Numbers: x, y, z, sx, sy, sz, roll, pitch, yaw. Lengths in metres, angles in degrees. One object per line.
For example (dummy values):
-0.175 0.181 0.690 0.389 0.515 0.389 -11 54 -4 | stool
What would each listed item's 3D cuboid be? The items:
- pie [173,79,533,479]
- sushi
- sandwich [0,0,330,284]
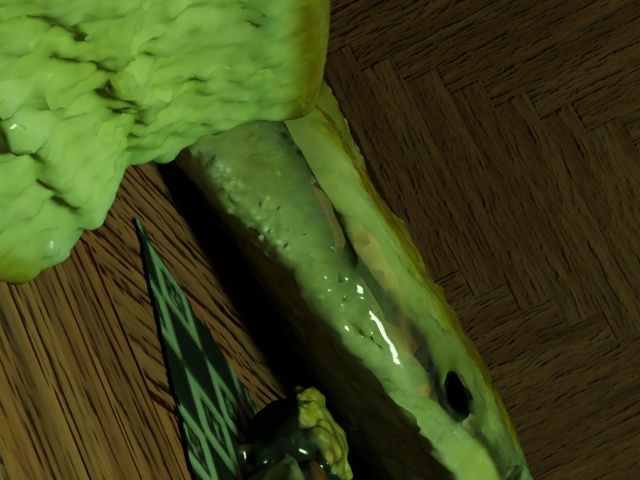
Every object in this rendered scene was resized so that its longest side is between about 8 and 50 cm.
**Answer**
0.000 0.000 0.885 0.339 0.077 0.339 60 2 -4 | pie
-0.003 0.083 0.607 0.139 0.031 0.201 59 6 -34 | sushi
-0.069 -0.097 0.324 0.236 0.122 0.128 62 3 -21 | sandwich
